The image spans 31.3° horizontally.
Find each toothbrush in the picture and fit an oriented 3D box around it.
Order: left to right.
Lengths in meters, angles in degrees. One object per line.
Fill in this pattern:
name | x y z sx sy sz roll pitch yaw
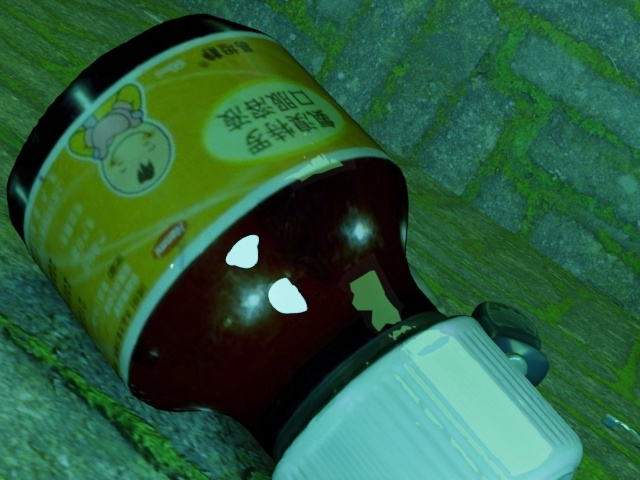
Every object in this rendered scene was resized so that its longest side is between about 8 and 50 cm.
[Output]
toothbrush | 0.445 0.281 1.518 0.162 0.017 0.014 35 18 9

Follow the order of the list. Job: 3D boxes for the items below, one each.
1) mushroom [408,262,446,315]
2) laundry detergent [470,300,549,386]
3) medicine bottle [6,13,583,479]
mushroom | 0.001 0.000 1.309 0.351 0.097 0.109 34 12 -9
laundry detergent | 0.241 0.136 1.461 0.096 0.061 0.206 35 12 -3
medicine bottle | -0.011 0.046 0.761 0.395 0.242 0.242 45 15 19
